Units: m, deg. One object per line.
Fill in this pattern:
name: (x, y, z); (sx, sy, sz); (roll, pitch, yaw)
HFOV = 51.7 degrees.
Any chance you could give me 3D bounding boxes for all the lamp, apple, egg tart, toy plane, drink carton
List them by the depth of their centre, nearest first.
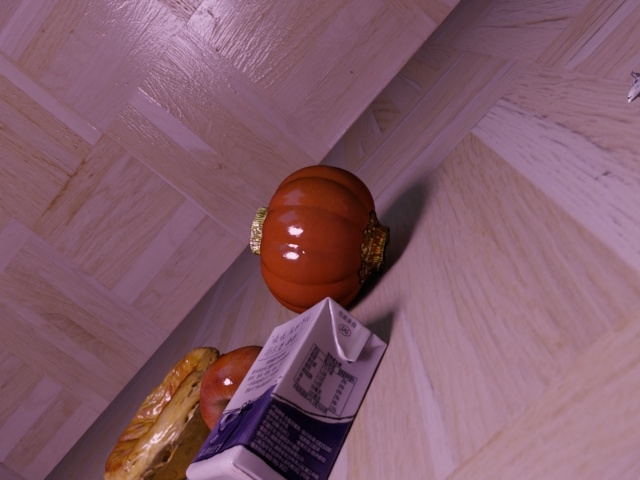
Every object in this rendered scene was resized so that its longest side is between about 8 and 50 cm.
toy plane: (0.324, -0.164, 0.642); (0.084, 0.024, 0.078); (-59, 13, -9)
drink carton: (-0.035, 0.185, 0.737); (0.134, 0.102, 0.222); (-40, 15, 52)
apple: (-0.098, 0.203, 0.875); (0.126, 0.126, 0.102); (-47, -4, 19)
lamp: (0.000, 0.000, 0.959); (0.223, 0.196, 0.223); (9, -90, -77)
egg tart: (-0.242, 0.314, 1.115); (0.295, 0.116, 0.295); (-47, 10, 10)
